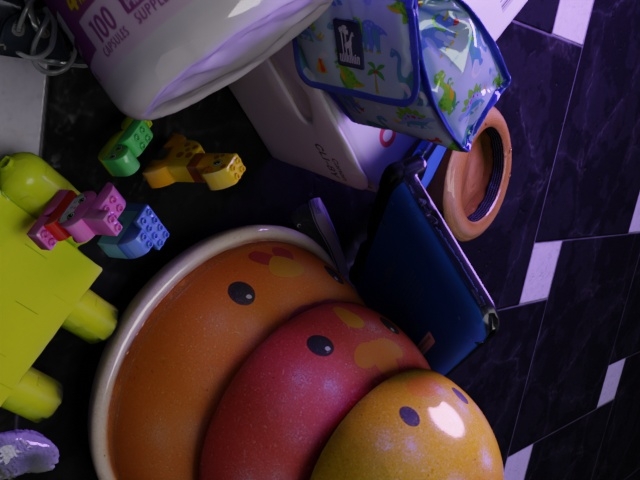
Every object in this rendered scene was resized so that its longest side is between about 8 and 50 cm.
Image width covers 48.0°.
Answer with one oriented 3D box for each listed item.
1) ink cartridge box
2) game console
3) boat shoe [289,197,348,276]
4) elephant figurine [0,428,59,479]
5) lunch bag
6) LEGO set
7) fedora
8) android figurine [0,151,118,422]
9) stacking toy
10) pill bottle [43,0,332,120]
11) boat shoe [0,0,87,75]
[{"bbox_3d":[0.058,-0.286,0.711,0.384,0.160,0.279,-52,137,-18],"label":"ink cartridge box"},{"bbox_3d":[0.139,-0.004,0.771,0.173,0.250,0.293,-24,161,-13],"label":"game console"},{"bbox_3d":[0.000,0.000,0.866,0.040,0.049,0.142,-20,141,4],"label":"boat shoe"},{"bbox_3d":[-0.333,0.157,0.440,0.239,0.186,0.169,-47,164,11],"label":"elephant figurine"},{"bbox_3d":[0.053,-0.145,0.546,0.096,0.129,0.151,-58,140,-11],"label":"lunch bag"},{"bbox_3d":[-0.126,-0.061,0.609,0.227,0.093,0.087,-65,145,-32],"label":"LEGO set"},{"bbox_3d":[0.200,-0.098,1.015,0.194,0.079,0.194,-17,112,-47],"label":"fedora"},{"bbox_3d":[-0.283,0.043,0.558,0.248,0.056,0.273,-55,140,-16],"label":"android figurine"},{"bbox_3d":[0.049,0.205,0.664,0.351,0.480,0.350,-23,122,-42],"label":"stacking toy"},{"bbox_3d":[-0.132,-0.241,0.440,0.169,0.169,0.301,-38,97,-32],"label":"pill bottle"},{"bbox_3d":[-0.197,-0.172,0.541,0.255,0.079,0.095,3,103,-49],"label":"boat shoe"}]
